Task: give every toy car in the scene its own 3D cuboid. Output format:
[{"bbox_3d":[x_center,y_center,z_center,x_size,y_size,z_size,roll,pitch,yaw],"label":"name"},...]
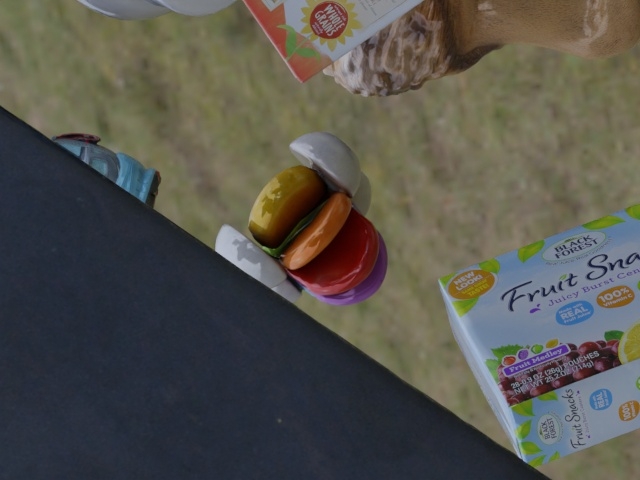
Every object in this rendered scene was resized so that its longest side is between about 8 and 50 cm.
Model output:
[{"bbox_3d":[0.000,0.000,1.678,0.136,0.159,0.182,37,174,15],"label":"toy car"}]

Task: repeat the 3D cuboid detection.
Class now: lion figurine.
[{"bbox_3d":[0.203,-0.242,1.778,0.142,0.392,0.240,-85,1,-72],"label":"lion figurine"}]

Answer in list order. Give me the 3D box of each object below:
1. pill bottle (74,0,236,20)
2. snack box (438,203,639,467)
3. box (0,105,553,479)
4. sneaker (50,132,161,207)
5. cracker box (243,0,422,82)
[{"bbox_3d":[-0.123,-0.187,0.951,0.215,0.117,0.117,29,134,40],"label":"pill bottle"},{"bbox_3d":[0.211,0.060,1.332,0.174,0.207,0.070,-114,6,-57],"label":"snack box"},{"bbox_3d":[-0.169,0.197,0.942,0.480,0.297,0.472,34,150,1],"label":"box"},{"bbox_3d":[-0.239,0.032,1.462,0.262,0.125,0.104,-59,3,-3],"label":"sneaker"},{"bbox_3d":[0.034,-0.263,1.535,0.155,0.232,0.067,55,-174,-14],"label":"cracker box"}]
